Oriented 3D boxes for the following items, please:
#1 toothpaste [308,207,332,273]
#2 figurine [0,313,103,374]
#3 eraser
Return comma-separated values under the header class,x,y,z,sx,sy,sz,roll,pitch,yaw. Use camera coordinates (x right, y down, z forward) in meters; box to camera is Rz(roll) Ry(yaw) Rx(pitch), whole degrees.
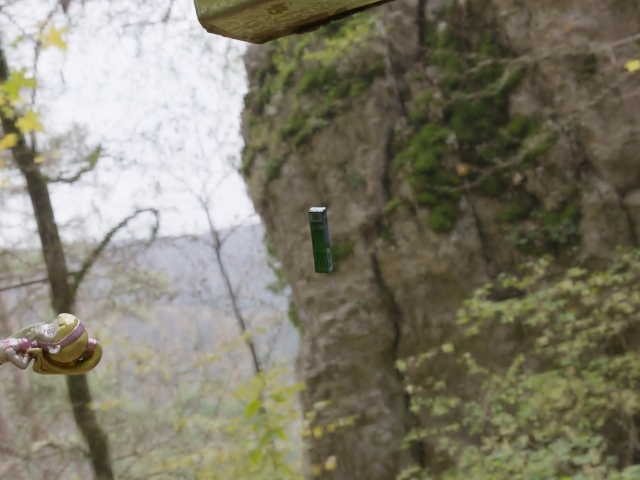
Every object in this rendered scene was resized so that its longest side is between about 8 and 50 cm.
class,x,y,z,sx,sy,sz,roll,pitch,yaw
toothpaste,0.000,0.000,1.376,0.020,0.083,0.017,0,20,19
figurine,-0.375,0.146,1.399,0.187,0.083,0.083,-15,-5,-11
eraser,-0.009,-0.218,0.916,0.172,0.058,0.117,-14,-4,22
